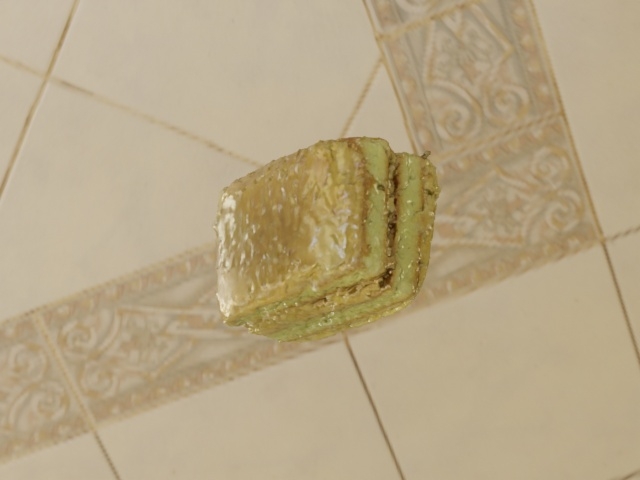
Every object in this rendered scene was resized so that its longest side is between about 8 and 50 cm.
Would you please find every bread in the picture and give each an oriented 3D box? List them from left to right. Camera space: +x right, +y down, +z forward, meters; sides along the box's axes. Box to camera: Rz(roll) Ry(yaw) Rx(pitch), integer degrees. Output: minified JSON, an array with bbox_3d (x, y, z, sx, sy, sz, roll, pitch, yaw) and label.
[{"bbox_3d":[0.000,0.000,1.072,0.102,0.138,0.196,16,155,-40],"label":"bread"}]
